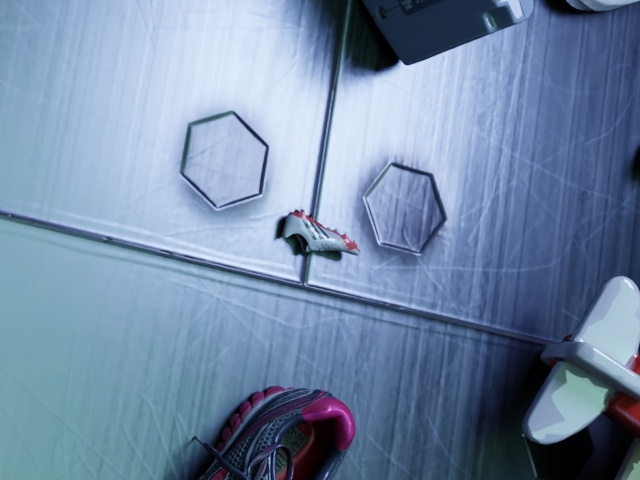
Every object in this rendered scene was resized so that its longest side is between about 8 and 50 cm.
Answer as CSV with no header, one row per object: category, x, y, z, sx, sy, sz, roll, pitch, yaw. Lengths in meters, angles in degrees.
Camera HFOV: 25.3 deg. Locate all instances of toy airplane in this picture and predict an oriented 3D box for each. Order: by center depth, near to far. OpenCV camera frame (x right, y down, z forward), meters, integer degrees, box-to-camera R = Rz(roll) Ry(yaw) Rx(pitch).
toy airplane,0.394,0.209,1.469,0.386,0.272,0.384,-17,72,8

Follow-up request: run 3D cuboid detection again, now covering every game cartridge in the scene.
game cartridge,0.081,-0.327,1.384,0.062,0.198,0.297,-27,98,-28

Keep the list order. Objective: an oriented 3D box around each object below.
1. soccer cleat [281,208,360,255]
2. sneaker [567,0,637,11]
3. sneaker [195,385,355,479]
soccer cleat,0.000,0.000,1.401,0.083,0.029,0.035,29,80,-19
sneaker,0.450,-0.365,1.597,0.410,0.182,0.158,-25,96,-29
sneaker,-0.081,0.251,1.279,0.121,0.112,0.299,40,68,-18
